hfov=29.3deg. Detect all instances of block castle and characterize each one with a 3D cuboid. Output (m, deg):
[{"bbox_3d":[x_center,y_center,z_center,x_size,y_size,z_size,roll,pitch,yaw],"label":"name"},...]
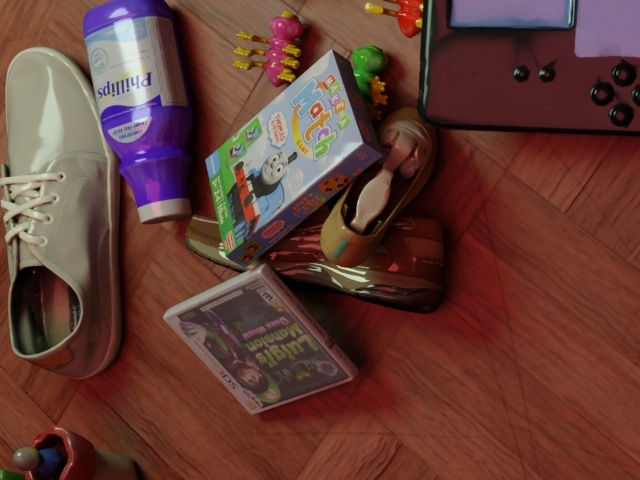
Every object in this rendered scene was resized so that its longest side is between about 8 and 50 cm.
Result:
[{"bbox_3d":[-0.452,0.441,1.583,0.453,0.213,0.303,-21,61,28],"label":"block castle"}]

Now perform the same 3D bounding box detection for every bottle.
[{"bbox_3d":[-0.223,-0.164,1.550,0.118,0.092,0.283,-13,85,28],"label":"bottle"}]

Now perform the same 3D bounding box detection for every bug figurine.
[{"bbox_3d":[0.014,-0.263,1.427,0.279,0.072,0.216,23,109,22],"label":"bug figurine"}]

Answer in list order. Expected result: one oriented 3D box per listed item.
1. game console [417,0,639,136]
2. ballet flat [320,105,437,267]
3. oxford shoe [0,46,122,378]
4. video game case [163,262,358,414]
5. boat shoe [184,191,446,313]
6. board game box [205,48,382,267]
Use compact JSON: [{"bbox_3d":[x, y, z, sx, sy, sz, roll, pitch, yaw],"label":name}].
[{"bbox_3d":[0.273,-0.301,1.252,0.341,0.060,0.387,4,93,16],"label":"game console"},{"bbox_3d":[0.077,-0.070,1.331,0.080,0.232,0.073,29,151,0],"label":"ballet flat"},{"bbox_3d":[-0.356,-0.038,1.612,0.169,0.130,0.450,-8,86,31],"label":"oxford shoe"},{"bbox_3d":[-0.073,0.122,1.443,0.190,0.022,0.173,-26,112,42],"label":"video game case"},{"bbox_3d":[0.000,0.000,1.428,0.323,0.122,0.120,11,85,23],"label":"boat shoe"},{"bbox_3d":[-0.035,-0.092,1.367,0.211,0.039,0.160,-38,44,23],"label":"board game box"}]
